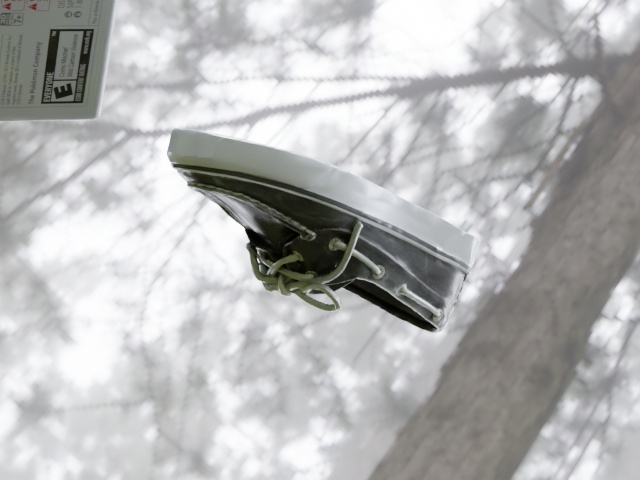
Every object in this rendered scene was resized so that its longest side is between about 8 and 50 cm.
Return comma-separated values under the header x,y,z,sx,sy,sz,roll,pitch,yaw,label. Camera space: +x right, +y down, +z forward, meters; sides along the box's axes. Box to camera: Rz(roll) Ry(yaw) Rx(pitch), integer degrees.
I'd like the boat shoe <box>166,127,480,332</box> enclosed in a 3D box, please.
x,y,z,sx,sy,sz,roll,pitch,yaw,label
-0.003,-0.001,1.316,0.113,0.105,0.306,13,-8,46,boat shoe

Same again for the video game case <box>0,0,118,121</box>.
x,y,z,sx,sy,sz,roll,pitch,yaw,label
-0.308,-0.227,1.350,0.329,0.300,0.036,107,-27,-43,video game case
